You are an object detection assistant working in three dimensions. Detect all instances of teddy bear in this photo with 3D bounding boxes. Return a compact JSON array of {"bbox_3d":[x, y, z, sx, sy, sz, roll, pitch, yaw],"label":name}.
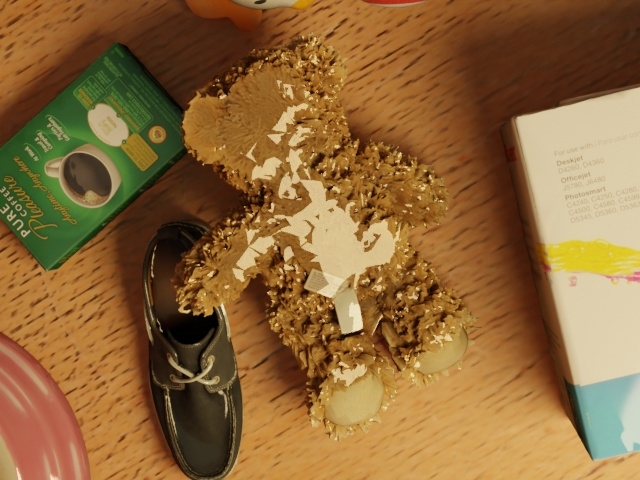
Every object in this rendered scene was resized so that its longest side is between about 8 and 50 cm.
[{"bbox_3d":[0.000,0.000,1.201,0.245,0.113,0.338,-46,105,-2],"label":"teddy bear"}]

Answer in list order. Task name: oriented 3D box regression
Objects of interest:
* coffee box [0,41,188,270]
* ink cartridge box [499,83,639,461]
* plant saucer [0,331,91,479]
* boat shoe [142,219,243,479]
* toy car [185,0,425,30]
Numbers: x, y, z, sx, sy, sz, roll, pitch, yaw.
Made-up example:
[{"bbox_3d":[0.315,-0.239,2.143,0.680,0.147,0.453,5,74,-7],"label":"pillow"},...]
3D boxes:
[{"bbox_3d":[-0.206,-0.073,1.258,0.184,0.040,0.113,-43,88,4],"label":"coffee box"},{"bbox_3d":[0.271,0.009,1.148,0.197,0.198,0.270,-14,92,5],"label":"ink cartridge box"},{"bbox_3d":[-0.372,0.226,1.260,0.332,0.084,0.332,0,91,4],"label":"plant saucer"},{"bbox_3d":[-0.115,0.100,1.240,0.084,0.079,0.233,-6,93,3],"label":"boat shoe"},{"bbox_3d":[-0.015,-0.247,1.188,0.238,0.219,0.210,-37,90,33],"label":"toy car"}]
